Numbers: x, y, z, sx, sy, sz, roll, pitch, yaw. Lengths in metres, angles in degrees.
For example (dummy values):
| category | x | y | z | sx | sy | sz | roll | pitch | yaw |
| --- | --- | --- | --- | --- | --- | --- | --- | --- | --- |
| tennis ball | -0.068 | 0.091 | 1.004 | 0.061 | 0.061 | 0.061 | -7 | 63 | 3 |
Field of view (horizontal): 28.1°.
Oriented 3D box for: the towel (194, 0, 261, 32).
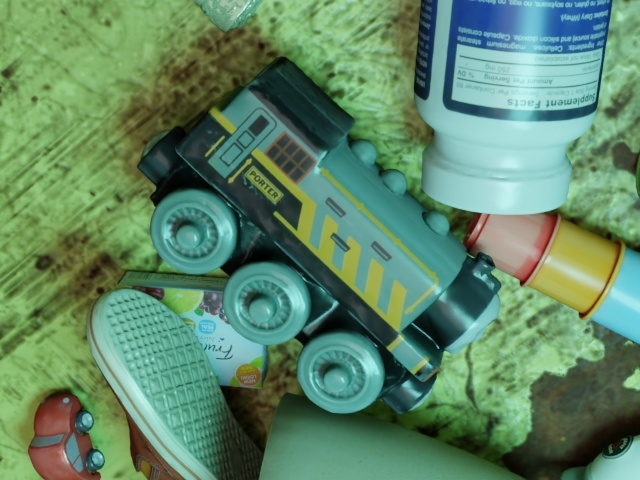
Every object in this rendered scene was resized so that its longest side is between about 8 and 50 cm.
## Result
| category | x | y | z | sx | sy | sz | roll | pitch | yaw |
| --- | --- | --- | --- | --- | --- | --- | --- | --- | --- |
| towel | -0.072 | -0.262 | 1.094 | 0.110 | 0.027 | 0.148 | 40 | 110 | -8 |

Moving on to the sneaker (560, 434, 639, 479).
| category | x | y | z | sx | sy | sz | roll | pitch | yaw |
| --- | --- | --- | --- | --- | --- | --- | --- | --- | --- |
| sneaker | 0.384 | 0.312 | 1.203 | 0.146 | 0.122 | 0.330 | -38 | 102 | 20 |

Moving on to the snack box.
| category | x | y | z | sx | sy | sz | roll | pitch | yaw |
| --- | --- | --- | --- | --- | --- | --- | --- | --- | --- |
| snack box | -0.122 | 0.086 | 1.225 | 0.141 | 0.037 | 0.100 | 4 | 113 | 6 |

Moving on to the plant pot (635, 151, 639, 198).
| category | x | y | z | sx | sy | sz | roll | pitch | yaw |
| --- | --- | --- | --- | --- | --- | --- | --- | --- | --- |
| plant pot | 0.326 | -0.062 | 1.100 | 0.079 | 0.083 | 0.083 | 14 | 112 | -12 |

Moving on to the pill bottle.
| category | x | y | z | sx | sy | sz | roll | pitch | yaw |
| --- | --- | --- | --- | --- | --- | --- | --- | --- | --- |
| pill bottle | 0.154 | -0.163 | 1.036 | 0.153 | 0.153 | 0.264 | 6 | 111 | 5 |

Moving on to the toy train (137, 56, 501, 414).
| category | x | y | z | sx | sy | sz | roll | pitch | yaw |
| --- | --- | --- | --- | --- | --- | --- | --- | --- | --- |
| toy train | 0.000 | 0.000 | 1.109 | 0.334 | 0.142 | 0.190 | 44 | 112 | -3 |

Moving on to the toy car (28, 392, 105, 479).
| category | x | y | z | sx | sy | sz | roll | pitch | yaw |
| --- | --- | --- | --- | --- | --- | --- | --- | --- | --- |
| toy car | -0.217 | 0.294 | 1.265 | 0.225 | 0.053 | 0.239 | 24 | 114 | 23 |

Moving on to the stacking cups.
| category | x | y | z | sx | sy | sz | roll | pitch | yaw |
| --- | --- | --- | --- | --- | --- | --- | --- | --- | --- |
| stacking cups | 0.282 | 0.043 | 1.140 | 0.316 | 0.096 | 0.096 | 29 | 111 | 0 |

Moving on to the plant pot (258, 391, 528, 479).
| category | x | y | z | sx | sy | sz | roll | pitch | yaw |
| --- | --- | --- | --- | --- | --- | --- | --- | --- | --- |
| plant pot | 0.086 | 0.283 | 1.154 | 0.274 | 0.256 | 0.256 | 7 | 111 | 5 |

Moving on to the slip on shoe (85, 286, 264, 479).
| category | x | y | z | sx | sy | sz | roll | pitch | yaw |
| --- | --- | --- | --- | --- | --- | --- | --- | --- | --- |
| slip on shoe | -0.140 | 0.178 | 1.192 | 0.101 | 0.123 | 0.331 | -9 | 131 | 20 |
